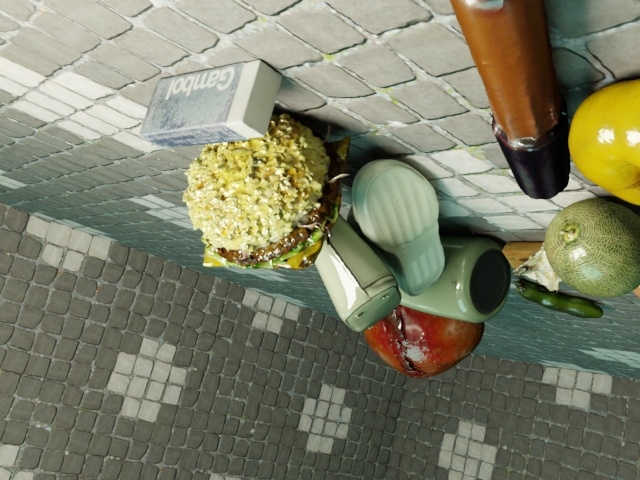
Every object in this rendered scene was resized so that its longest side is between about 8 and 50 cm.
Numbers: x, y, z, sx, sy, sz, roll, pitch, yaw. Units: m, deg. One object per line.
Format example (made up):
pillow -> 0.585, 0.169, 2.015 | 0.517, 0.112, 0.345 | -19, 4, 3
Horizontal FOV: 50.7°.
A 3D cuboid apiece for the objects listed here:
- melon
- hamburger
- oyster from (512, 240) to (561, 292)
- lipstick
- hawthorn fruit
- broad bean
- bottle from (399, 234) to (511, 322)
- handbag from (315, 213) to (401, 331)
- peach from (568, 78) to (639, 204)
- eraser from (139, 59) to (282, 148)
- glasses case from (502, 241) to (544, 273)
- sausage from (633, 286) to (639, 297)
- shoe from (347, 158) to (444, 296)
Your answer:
melon -> 0.394, 0.011, 0.958 | 0.192, 0.139, 0.139 | 21, 167, -38
hamburger -> -0.076, -0.070, 0.930 | 0.262, 0.243, 0.138 | -1, 153, 27
oyster -> 0.401, 0.038, 1.182 | 0.106, 0.061, 0.200 | 26, 159, -5
lipstick -> 0.192, -0.143, 0.644 | 0.077, 0.077, 0.418 | 9, 165, 27
hawthorn fruit -> 0.239, 0.189, 1.627 | 0.316, 0.315, 0.316 | 14, 168, 3
broad bean -> 0.556, 0.142, 1.593 | 0.255, 0.046, 0.065 | 18, 155, -12
bottle -> 0.203, 0.066, 1.388 | 0.168, 0.168, 0.347 | 25, 167, -41
handbag -> 0.000, 0.000, 1.113 | 0.315, 0.109, 0.241 | 50, 177, 18
peach -> 0.332, -0.094, 0.641 | 0.179, 0.103, 0.179 | 18, 168, 4
eraser -> -0.147, -0.174, 0.875 | 0.213, 0.091, 0.046 | 2, 162, 42
glasses case -> 0.421, 0.028, 1.227 | 0.170, 0.041, 0.064 | -1, 135, 50
sausage -> 0.679, 0.104, 1.175 | 0.289, 0.086, 0.086 | 18, 168, -10
shoe -> 0.105, -0.045, 1.141 | 0.160, 0.132, 0.363 | 43, 171, 34
